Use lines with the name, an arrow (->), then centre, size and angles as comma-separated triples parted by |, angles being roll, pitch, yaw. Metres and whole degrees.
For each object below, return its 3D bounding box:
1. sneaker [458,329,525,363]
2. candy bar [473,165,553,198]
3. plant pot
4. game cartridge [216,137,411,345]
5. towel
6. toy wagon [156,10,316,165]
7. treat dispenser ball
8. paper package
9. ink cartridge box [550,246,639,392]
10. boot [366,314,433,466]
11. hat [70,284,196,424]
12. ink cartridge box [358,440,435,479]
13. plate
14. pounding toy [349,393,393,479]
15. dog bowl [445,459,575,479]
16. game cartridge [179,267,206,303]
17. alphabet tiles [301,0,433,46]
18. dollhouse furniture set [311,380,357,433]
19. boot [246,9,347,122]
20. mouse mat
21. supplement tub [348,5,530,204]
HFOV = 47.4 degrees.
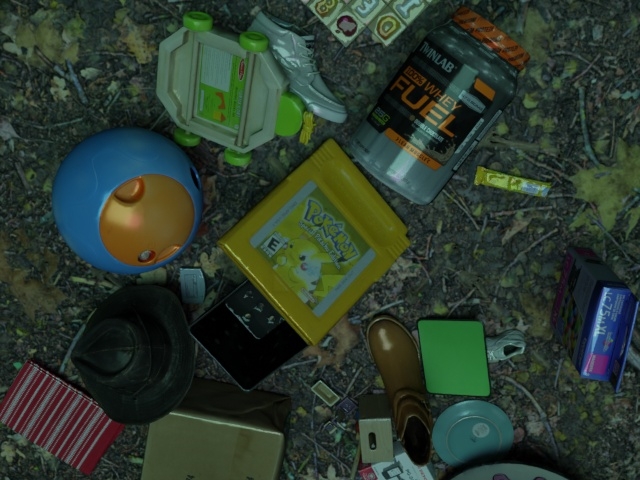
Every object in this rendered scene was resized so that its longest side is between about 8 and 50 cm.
sneaker -> 0.375, 0.238, 1.595 | 0.152, 0.061, 0.054 | -19, 107, 11
candy bar -> 0.399, -0.118, 1.506 | 0.161, 0.018, 0.040 | 12, 111, 0
plant pot -> -0.139, 0.171, 1.551 | 0.188, 0.167, 0.187 | -39, 100, 13
game cartridge -> 0.000, 0.000, 1.467 | 0.324, 0.052, 0.285 | -45, 101, -18
towel -> -0.616, 0.421, 1.729 | 0.274, 0.031, 0.199 | 34, 108, -5
toy wagon -> -0.160, -0.278, 1.412 | 0.344, 0.068, 0.267 | 22, 127, 12
treat dispenser ball -> -0.374, -0.077, 1.428 | 0.288, 0.288, 0.288 | 1, 107, 3
paper package -> -0.242, 0.503, 1.659 | 0.309, 0.168, 0.325 | 11, 107, -1
ink cartridge box -> 0.527, 0.144, 1.425 | 0.065, 0.311, 0.186 | 8, 107, 0
boot -> 0.170, 0.318, 1.547 | 0.108, 0.220, 0.284 | -13, 106, 8
hat -> -0.426, 0.239, 1.525 | 0.331, 0.134, 0.332 | -4, 82, 30
ink cartridge box -> 0.178, 0.533, 1.694 | 0.150, 0.063, 0.109 | -26, 104, 11
plate -> 0.352, 0.456, 1.681 | 0.188, 0.024, 0.188 | 1, 107, 4
pounding toy -> 0.111, 0.439, 1.635 | 0.100, 0.130, 0.141 | -4, 107, 5
dog bowl -> 0.440, 0.700, 1.637 | 0.407, 0.150, 0.408 | 6, 118, 11
game cartridge -> -0.282, 0.100, 1.618 | 0.055, 0.017, 0.083 | 1, 107, 7
alphabet tiles -> 0.111, -0.556, 1.396 | 0.342, 0.011, 0.285 | -43, 100, 14
dollhouse furniture set -> 0.013, 0.386, 1.650 | 0.114, 0.081, 0.091 | 43, 104, -9
boot -> -0.038, -0.342, 1.425 | 0.258, 0.095, 0.123 | 31, 113, -5
mouse mat -> 0.295, 0.259, 1.608 | 0.152, 0.007, 0.190 | -1, 109, 25
supplement tub -> 0.224, -0.253, 1.379 | 0.207, 0.207, 0.338 | 34, 105, -7
